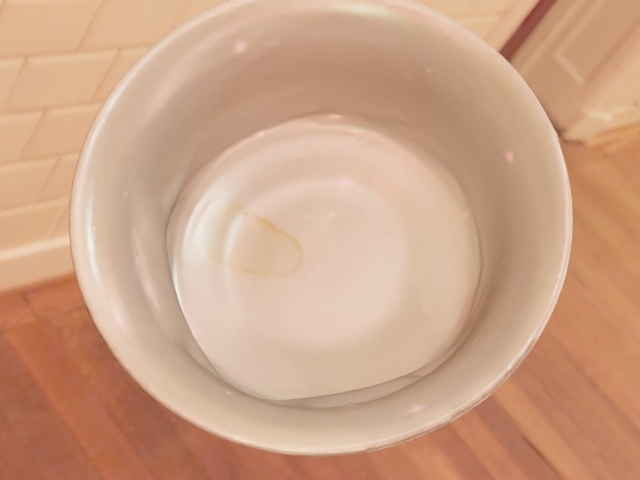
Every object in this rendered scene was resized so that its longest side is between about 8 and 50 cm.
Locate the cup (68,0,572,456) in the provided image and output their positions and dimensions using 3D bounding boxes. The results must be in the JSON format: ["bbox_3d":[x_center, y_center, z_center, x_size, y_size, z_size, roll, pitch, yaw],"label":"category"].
[{"bbox_3d":[0.000,0.000,0.934,0.347,0.163,0.347,0,71,0],"label":"cup"}]
